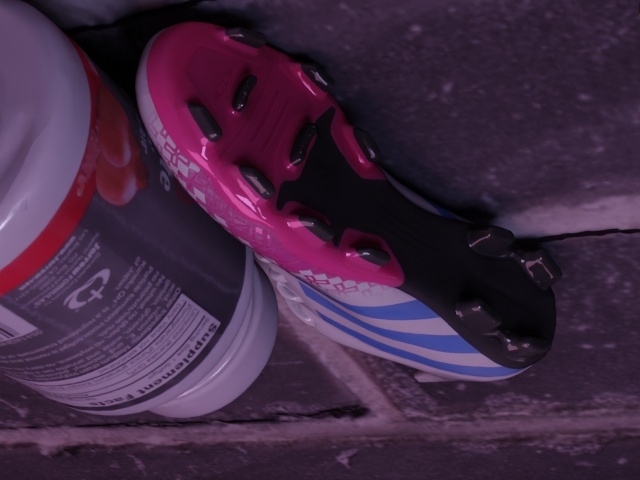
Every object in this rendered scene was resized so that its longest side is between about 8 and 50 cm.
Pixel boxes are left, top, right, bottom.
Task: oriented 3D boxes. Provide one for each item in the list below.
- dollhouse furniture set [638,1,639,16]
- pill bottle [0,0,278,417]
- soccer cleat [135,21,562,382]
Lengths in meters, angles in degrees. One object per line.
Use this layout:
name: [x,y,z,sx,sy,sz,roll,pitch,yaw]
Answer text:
dollhouse furniture set: [0.220,-0.107,0.539,0.129,0.129,0.183,19,147,-3]
pill bottle: [-0.147,0.003,0.820,0.176,0.176,0.318,1,158,24]
soccer cleat: [0.000,0.000,0.823,0.331,0.116,0.143,36,143,-27]
